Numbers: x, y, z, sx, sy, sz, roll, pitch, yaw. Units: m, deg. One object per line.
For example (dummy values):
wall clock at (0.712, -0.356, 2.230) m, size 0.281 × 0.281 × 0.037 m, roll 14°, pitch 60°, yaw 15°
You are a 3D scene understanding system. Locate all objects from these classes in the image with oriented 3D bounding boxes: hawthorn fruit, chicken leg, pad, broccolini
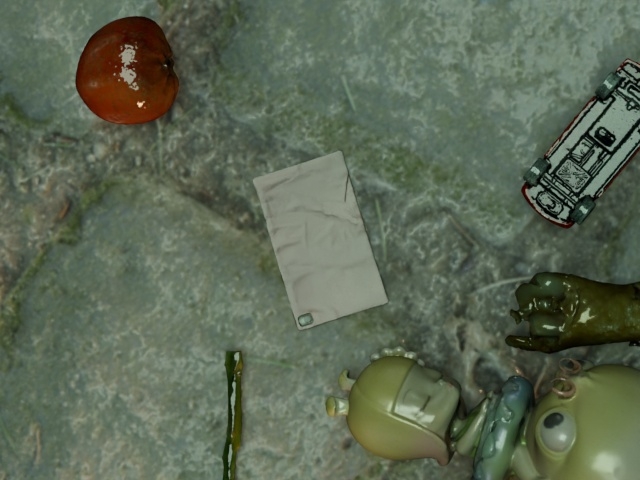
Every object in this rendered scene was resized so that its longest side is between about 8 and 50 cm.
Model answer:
hawthorn fruit at (-0.223, -0.195, 1.602) m, size 0.128 × 0.128 × 0.128 m, roll 0°, pitch 89°, yaw 7°
chicken leg at (0.393, 0.067, 1.463) m, size 0.429 × 0.201 × 0.153 m, roll -4°, pitch 54°, yaw 31°
pad at (0.000, 0.000, 1.623) m, size 0.113 × 0.006 × 0.188 m, roll -18°, pitch 86°, yaw 8°
broccolini at (-0.108, 0.256, 1.627) m, size 0.057 × 0.071 × 0.254 m, roll -5°, pitch 80°, yaw 48°

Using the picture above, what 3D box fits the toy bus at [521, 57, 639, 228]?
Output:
toy bus at (0.304, -0.103, 1.543) m, size 0.081 × 0.089 × 0.195 m, roll 39°, pitch 93°, yaw 6°

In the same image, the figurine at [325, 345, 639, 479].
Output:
figurine at (0.193, 0.236, 1.528) m, size 0.394 × 0.226 × 0.275 m, roll 15°, pitch 120°, yaw 13°
